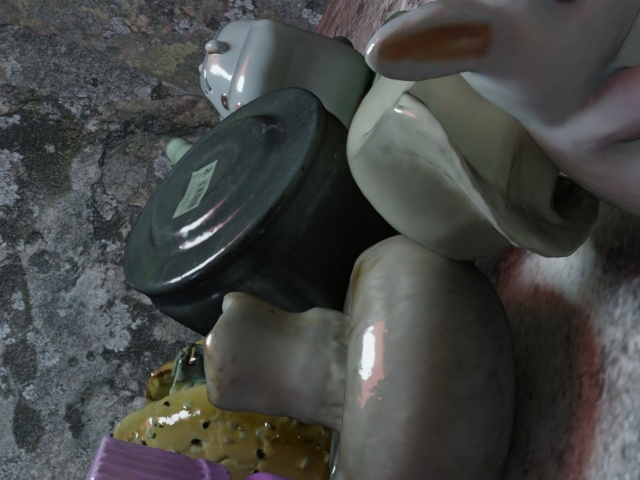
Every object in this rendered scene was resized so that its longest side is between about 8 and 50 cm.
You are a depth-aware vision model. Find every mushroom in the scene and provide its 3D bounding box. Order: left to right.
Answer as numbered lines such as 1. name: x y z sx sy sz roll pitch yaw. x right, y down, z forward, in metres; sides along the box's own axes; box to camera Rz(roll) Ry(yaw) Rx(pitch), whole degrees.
1. mushroom: 0.026 0.108 0.640 0.243 0.243 0.243 -161 90 -80

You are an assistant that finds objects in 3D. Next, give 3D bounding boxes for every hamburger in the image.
1. hamburger: -0.096 0.250 0.962 0.195 0.276 0.318 -69 0 -57

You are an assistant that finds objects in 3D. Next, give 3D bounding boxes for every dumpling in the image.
1. dumpling: 0.101 -0.056 0.563 0.132 0.162 0.250 -55 0 16

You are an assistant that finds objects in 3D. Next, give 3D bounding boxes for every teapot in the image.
1. teapot: -0.058 0.014 0.845 0.321 0.239 0.239 -5 48 48

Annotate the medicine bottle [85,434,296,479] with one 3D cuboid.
1. medicine bottle: -0.002 0.222 0.440 0.178 0.290 0.178 -160 90 -78

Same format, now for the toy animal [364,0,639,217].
1. toy animal: 0.136 -0.109 0.425 0.138 0.282 0.140 -28 41 43

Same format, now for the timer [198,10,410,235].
1. timer: 0.014 -0.153 0.975 0.291 0.315 0.291 -162 90 -79
